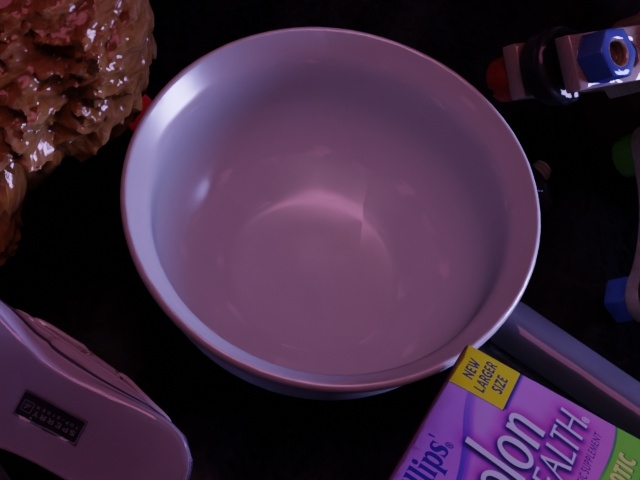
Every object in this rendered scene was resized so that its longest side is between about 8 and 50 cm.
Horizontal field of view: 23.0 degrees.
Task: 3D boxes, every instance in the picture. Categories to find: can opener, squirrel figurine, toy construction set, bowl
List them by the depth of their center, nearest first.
[{"bbox_3d":[-0.329,-0.155,1.109,0.370,0.281,0.397,-25,64,-15],"label":"squirrel figurine"},{"bbox_3d":[0.000,0.000,1.146,0.298,0.134,0.298,4,60,-8],"label":"bowl"},{"bbox_3d":[0.243,0.140,1.157,0.283,0.076,0.095,35,28,12],"label":"can opener"},{"bbox_3d":[0.285,-0.111,1.180,0.257,0.309,0.237,46,58,8],"label":"toy construction set"}]

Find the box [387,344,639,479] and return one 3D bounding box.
[{"bbox_3d":[0.145,0.208,0.952,0.243,0.117,0.213,28,30,8],"label":"box"}]

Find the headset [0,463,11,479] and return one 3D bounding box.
[{"bbox_3d":[-0.379,0.230,0.970,0.394,0.185,0.243,-9,56,-32],"label":"headset"}]

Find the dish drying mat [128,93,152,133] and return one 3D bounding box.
[{"bbox_3d":[-0.132,-0.087,1.249,0.032,0.008,0.083,-35,70,-26],"label":"dish drying mat"}]

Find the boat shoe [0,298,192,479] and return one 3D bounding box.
[{"bbox_3d":[-0.204,0.099,1.067,0.258,0.084,0.095,37,90,-5],"label":"boat shoe"}]
